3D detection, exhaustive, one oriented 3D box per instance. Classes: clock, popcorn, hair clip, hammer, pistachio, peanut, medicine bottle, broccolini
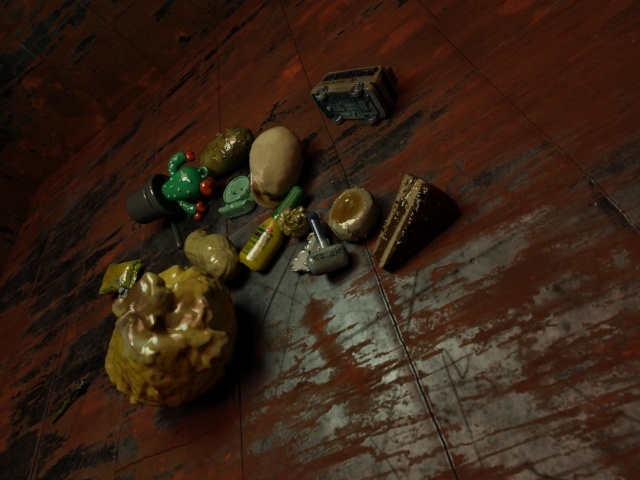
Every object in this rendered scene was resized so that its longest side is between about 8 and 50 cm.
[{"bbox_3d":[-0.307,-0.180,1.567,0.148,0.060,0.188,-17,52,30],"label":"clock"},{"bbox_3d":[-0.071,-0.057,1.270,0.089,0.109,0.096,-5,98,60],"label":"popcorn"},{"bbox_3d":[-0.017,0.027,1.205,0.116,0.049,0.172,12,72,47],"label":"hair clip"},{"bbox_3d":[0.000,0.000,1.148,0.116,0.069,0.193,-20,65,-3],"label":"hammer"},{"bbox_3d":[-0.156,-0.260,1.410,0.188,0.187,0.299,-12,51,33],"label":"pistachio"},{"bbox_3d":[-0.400,0.269,1.162,0.344,0.354,0.390,34,124,14],"label":"popcorn"},{"bbox_3d":[-0.371,0.042,1.418,0.319,0.148,0.147,28,81,49],"label":"peanut"},{"bbox_3d":[-0.146,-0.042,1.335,0.111,0.076,0.308,29,81,32],"label":"medicine bottle"},{"bbox_3d":[-0.969,0.616,1.575,0.218,0.042,0.044,-46,43,7],"label":"broccolini"}]

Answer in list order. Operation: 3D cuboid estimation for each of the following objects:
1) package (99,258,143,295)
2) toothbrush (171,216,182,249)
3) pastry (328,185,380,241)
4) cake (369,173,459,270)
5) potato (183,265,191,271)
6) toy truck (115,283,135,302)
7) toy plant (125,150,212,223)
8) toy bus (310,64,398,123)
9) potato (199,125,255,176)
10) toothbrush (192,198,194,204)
[{"bbox_3d":[-0.850,0.161,1.750,0.227,0.090,0.168,-11,58,31],"label":"package"},{"bbox_3d":[-0.630,-0.057,1.767,0.030,0.031,0.297,-63,40,25],"label":"toothbrush"},{"bbox_3d":[0.092,-0.073,1.157,0.166,0.088,0.165,-22,48,26],"label":"pastry"},{"bbox_3d":[0.241,-0.032,1.043,0.112,0.135,0.245,-121,47,-57],"label":"cake"},{"bbox_3d":[-0.514,0.135,1.532,0.092,0.046,0.045,-49,7,-12],"label":"potato"},{"bbox_3d":[-0.684,0.233,1.561,0.216,0.110,0.116,-6,70,35],"label":"toy truck"},{"bbox_3d":[-0.620,-0.210,1.714,0.401,0.185,0.279,-21,60,24],"label":"toy plant"},{"bbox_3d":[0.116,-0.496,1.390,0.290,0.139,0.157,16,68,47],"label":"toy bus"},{"bbox_3d":[-0.396,-0.368,1.708,0.298,0.141,0.176,-25,40,23],"label":"potato"},{"bbox_3d":[-0.555,-0.155,1.787,0.008,0.006,0.096,-35,44,32],"label":"toothbrush"}]
